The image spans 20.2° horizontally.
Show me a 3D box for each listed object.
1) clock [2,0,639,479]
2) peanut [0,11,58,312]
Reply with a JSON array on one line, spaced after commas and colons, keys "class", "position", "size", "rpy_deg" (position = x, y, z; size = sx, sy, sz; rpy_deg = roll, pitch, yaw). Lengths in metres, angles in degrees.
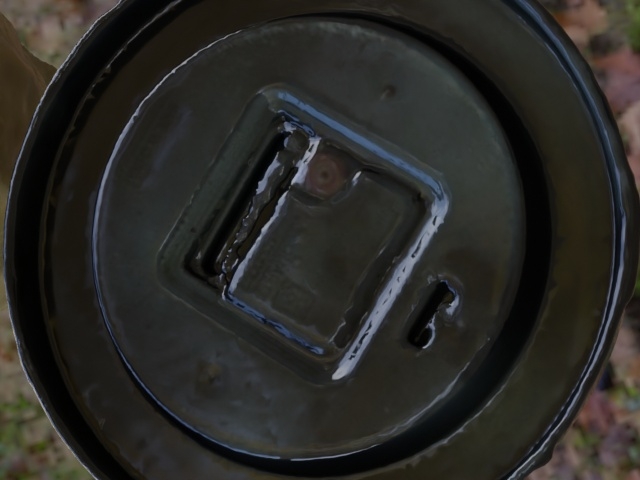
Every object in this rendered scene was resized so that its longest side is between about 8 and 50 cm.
[{"class": "clock", "position": [0.000, 0.000, 0.517], "size": [0.185, 0.184, 0.040], "rpy_deg": [66, -169, 14]}, {"class": "peanut", "position": [-0.225, -0.040, 0.720], "size": [0.174, 0.340, 0.158], "rpy_deg": [3, 89, 40]}]
